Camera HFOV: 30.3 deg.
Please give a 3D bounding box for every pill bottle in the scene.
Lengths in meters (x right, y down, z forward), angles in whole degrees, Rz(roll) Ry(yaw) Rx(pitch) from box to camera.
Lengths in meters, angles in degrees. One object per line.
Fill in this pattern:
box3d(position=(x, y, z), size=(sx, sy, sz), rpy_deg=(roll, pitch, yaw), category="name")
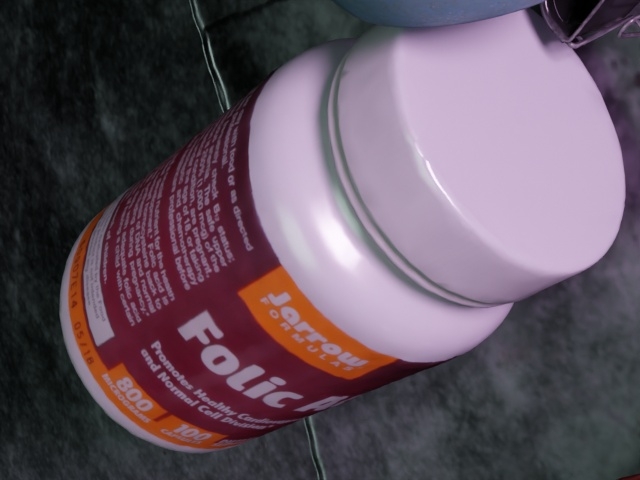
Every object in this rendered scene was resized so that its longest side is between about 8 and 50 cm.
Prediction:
box3d(position=(0.000, 0.000, 0.824), size=(0.392, 0.224, 0.224), rpy_deg=(-31, 82, 47), category="pill bottle")

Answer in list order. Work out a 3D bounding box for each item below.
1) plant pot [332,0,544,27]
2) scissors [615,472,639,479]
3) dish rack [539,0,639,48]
box3d(position=(0.061, -0.225, 0.611), size=(0.290, 0.290, 0.195), rpy_deg=(15, 129, 41), category="plant pot")
box3d(position=(0.250, 0.113, 0.729), size=(0.109, 0.021, 0.297), rpy_deg=(43, 120, 42), category="scissors")
box3d(position=(0.269, -0.110, 0.626), size=(0.271, 0.074, 0.208), rpy_deg=(54, 135, 17), category="dish rack")
